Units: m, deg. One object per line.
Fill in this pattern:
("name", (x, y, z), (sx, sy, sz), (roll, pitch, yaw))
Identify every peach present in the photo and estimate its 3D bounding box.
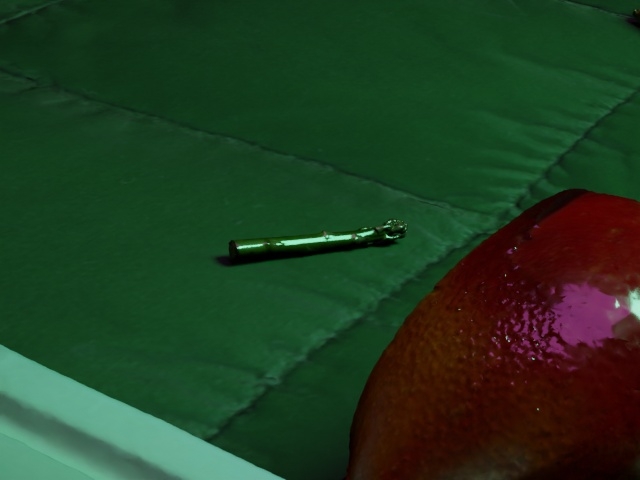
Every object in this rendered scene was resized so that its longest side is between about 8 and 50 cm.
("peach", (0.127, 0.070, 0.894), (0.158, 0.154, 0.267), (27, 32, 34))

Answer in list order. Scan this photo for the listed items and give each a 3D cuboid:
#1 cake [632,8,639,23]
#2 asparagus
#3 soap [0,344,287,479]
("cake", (0.335, -0.200, 1.597), (0.116, 0.080, 0.185), (13, 30, 8))
("asparagus", (0.000, 0.000, 1.170), (0.127, 0.018, 0.015), (-7, 63, -26))
("soap", (-0.085, 0.166, 0.688), (0.347, 0.115, 0.208), (21, 30, 27))
